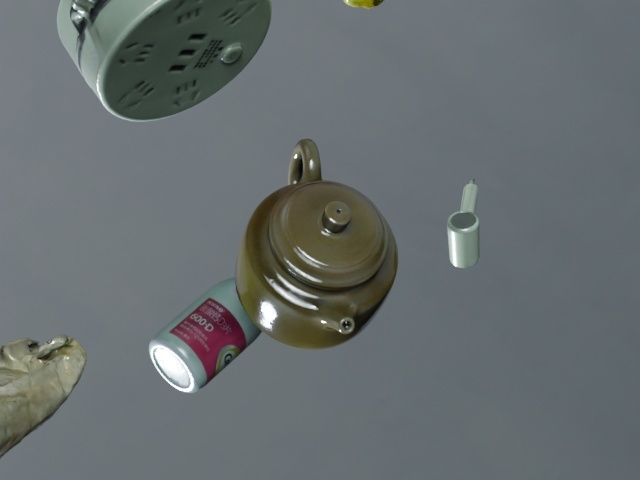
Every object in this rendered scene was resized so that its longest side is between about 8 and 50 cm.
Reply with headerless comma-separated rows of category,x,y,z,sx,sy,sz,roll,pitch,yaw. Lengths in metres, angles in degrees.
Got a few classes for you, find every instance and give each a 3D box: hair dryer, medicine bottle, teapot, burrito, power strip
hair dryer,0.175,-0.030,1.686,0.038,0.124,0.063,3,133,11
medicine bottle,-0.117,0.099,1.812,0.090,0.216,0.090,30,143,26
teapot,0.000,0.000,1.634,0.175,0.185,0.268,117,146,-56
burrito,-0.423,0.224,1.709,0.175,0.348,0.107,-24,105,40
power strip,-0.265,-0.363,2.343,0.161,0.357,0.357,55,171,23

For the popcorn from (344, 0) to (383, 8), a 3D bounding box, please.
popcorn,0.060,-0.524,2.300,0.290,0.326,0.321,-17,120,37
